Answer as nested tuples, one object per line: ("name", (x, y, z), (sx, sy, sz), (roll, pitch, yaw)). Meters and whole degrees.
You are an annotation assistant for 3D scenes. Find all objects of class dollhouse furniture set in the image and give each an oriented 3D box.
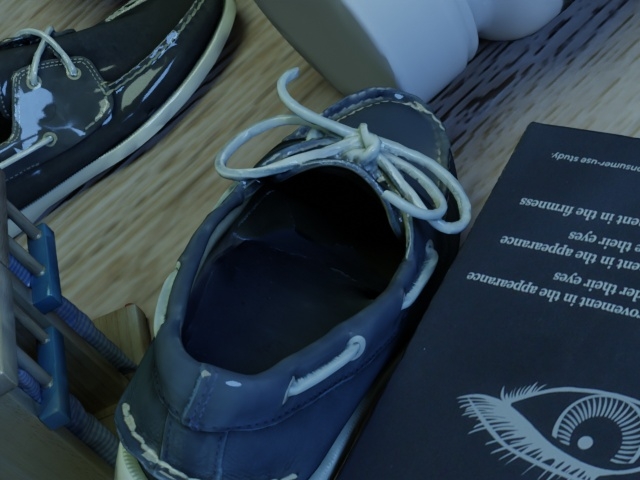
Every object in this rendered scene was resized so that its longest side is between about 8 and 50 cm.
("dollhouse furniture set", (-0.076, 0.028, 0.568), (0.184, 0.129, 0.129), (-27, 45, 10))

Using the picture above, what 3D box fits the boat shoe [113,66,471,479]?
("boat shoe", (0.000, 0.000, 0.484), (0.095, 0.079, 0.254), (23, 37, 12))

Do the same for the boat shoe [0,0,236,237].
("boat shoe", (-0.147, -0.079, 0.736), (0.233, 0.079, 0.084), (-38, 43, -4))

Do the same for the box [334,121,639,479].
("box", (0.105, 0.079, 0.434), (0.153, 0.108, 0.207), (15, 64, 38))

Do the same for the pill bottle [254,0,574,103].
("pill bottle", (0.095, -0.199, 0.630), (0.283, 0.161, 0.161), (-43, 45, -7))
